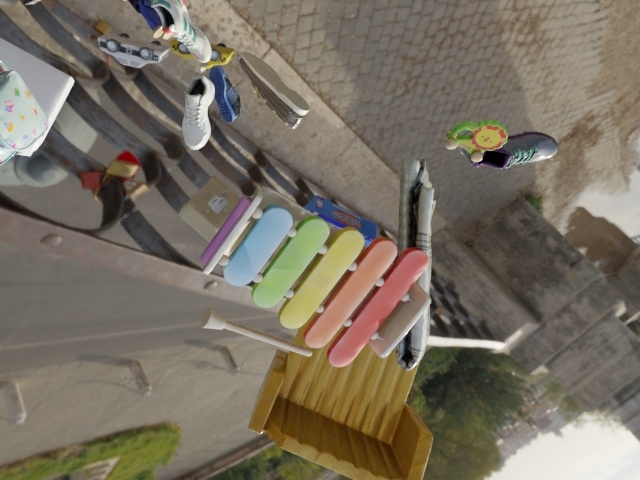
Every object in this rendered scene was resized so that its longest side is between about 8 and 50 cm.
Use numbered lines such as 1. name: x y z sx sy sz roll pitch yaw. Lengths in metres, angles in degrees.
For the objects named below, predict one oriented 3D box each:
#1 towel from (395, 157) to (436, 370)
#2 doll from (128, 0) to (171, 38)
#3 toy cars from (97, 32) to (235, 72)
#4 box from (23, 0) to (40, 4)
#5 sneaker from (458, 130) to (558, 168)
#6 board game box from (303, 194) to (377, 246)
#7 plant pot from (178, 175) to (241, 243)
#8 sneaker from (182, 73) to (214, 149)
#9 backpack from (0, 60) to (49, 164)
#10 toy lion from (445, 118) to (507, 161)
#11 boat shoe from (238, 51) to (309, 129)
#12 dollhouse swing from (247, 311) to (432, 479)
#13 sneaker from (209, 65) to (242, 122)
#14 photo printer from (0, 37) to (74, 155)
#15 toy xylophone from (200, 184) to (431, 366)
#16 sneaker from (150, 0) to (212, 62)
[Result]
1. towel: 0.176 0.034 0.902 0.056 0.324 0.312 1 178 16
2. doll: -0.446 -0.586 1.286 0.046 0.189 0.129 -40 178 26
3. toy cars: -0.447 -0.546 1.544 0.393 0.176 0.087 -13 130 -36
4. box: -0.643 -0.653 1.234 0.207 0.036 0.114 -12 114 19
5. sneaker: 0.415 -0.182 1.127 0.223 0.098 0.083 0 132 -6
6. board game box: 0.000 0.000 1.159 0.160 0.047 0.210 24 141 -22
7. plant pot: -0.201 -0.063 1.002 0.109 0.109 0.096 -48 -179 -14
8. sneaker: -0.383 -0.396 1.580 0.090 0.232 0.115 3 176 1
9. backpack: -0.633 -0.230 0.988 0.166 0.144 0.188 78 29 -48
10. toy lion: 0.309 -0.204 1.021 0.100 0.034 0.096 22 145 -15
11. boat shoe: -0.177 -0.522 1.804 0.097 0.324 0.116 -51 168 34
12. dollhouse swing: 0.078 0.284 1.105 0.315 0.347 0.305 156 -41 -88
13. sneaker: -0.380 -0.600 2.113 0.090 0.081 0.232 -52 141 -45
14. photo printer: -0.957 -0.434 1.613 0.256 0.107 0.307 28 77 -28
15. toy xylophone: -0.015 0.067 0.697 0.322 0.081 0.236 21 108 -27
16. sneaker: -0.287 -0.424 1.059 0.161 0.057 0.075 61 41 -38
